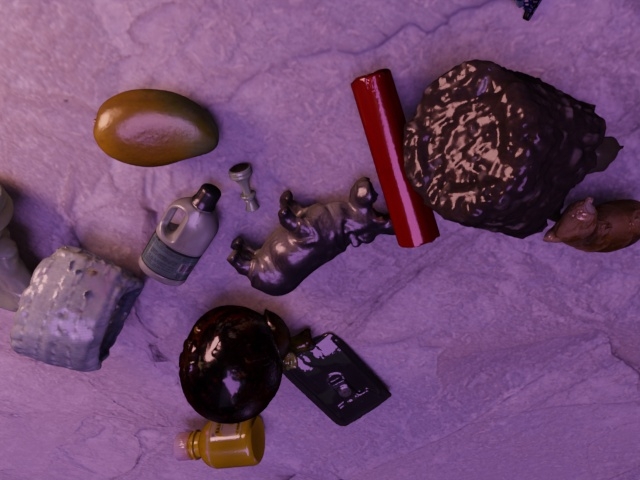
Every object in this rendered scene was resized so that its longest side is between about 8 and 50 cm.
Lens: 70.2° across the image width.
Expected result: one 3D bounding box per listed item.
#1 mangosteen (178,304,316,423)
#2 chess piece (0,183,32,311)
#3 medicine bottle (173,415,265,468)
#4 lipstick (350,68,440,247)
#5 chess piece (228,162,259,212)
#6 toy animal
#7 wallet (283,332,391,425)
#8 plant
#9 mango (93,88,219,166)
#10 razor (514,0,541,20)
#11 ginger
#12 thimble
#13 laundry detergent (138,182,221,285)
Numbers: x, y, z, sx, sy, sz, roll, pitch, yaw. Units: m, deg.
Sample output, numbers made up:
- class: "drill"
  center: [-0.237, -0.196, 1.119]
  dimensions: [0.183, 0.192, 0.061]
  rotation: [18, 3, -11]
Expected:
- class: "mangosteen"
  center: [-0.141, 0.246, 0.934]
  dimensions: [0.290, 0.231, 0.231]
  rotation: [2, 125, -26]
- class: "chess piece"
  center: [-0.644, 0.031, 0.872]
  dimensions: [0.176, 0.175, 0.298]
  rotation: [5, 135, 0]
- class: "medicine bottle"
  center: [-0.256, 0.506, 1.142]
  dimensions: [0.213, 0.121, 0.121]
  rotation: [-9, 121, 9]
- class: "lipstick"
  center: [0.119, -0.126, 0.722]
  dimensions: [0.073, 0.073, 0.279]
  rotation: [-16, 104, 13]
- class: "chess piece"
  center: [-0.133, -0.089, 0.818]
  dimensions: [0.042, 0.042, 0.093]
  rotation: [-7, 126, 7]
- class: "toy animal"
  center: [-0.004, -0.015, 0.820]
  dimensions: [0.343, 0.106, 0.168]
  rotation: [-26, 116, 14]
- class: "wallet"
  center: [0.034, 0.330, 1.064]
  dimensions: [0.169, 0.052, 0.245]
  rotation: [-34, 112, 18]
- class: "plant"
  center: [0.290, -0.129, 0.679]
  dimensions: [0.313, 0.213, 0.215]
  rotation: [-7, 133, -41]
- class: "mango"
  center: [-0.264, -0.179, 0.738]
  dimensions: [0.195, 0.091, 0.130]
  rotation: [8, 120, -7]
- class: "razor"
  center: [0.243, -0.362, 0.634]
  dimensions: [0.155, 0.028, 0.044]
  rotation: [22, 120, -11]
- class: "ginger"
  center: [0.442, -0.025, 0.715]
  dimensions: [0.131, 0.295, 0.086]
  rotation: [-18, 77, 41]
- class: "thimble"
  center: [-0.458, 0.134, 0.874]
  dimensions: [0.172, 0.204, 0.250]
  rotation: [24, 115, -12]
- class: "laundry detergent"
  center: [-0.253, -0.015, 0.851]
  dimensions: [0.099, 0.070, 0.225]
  rotation: [34, 118, -9]
